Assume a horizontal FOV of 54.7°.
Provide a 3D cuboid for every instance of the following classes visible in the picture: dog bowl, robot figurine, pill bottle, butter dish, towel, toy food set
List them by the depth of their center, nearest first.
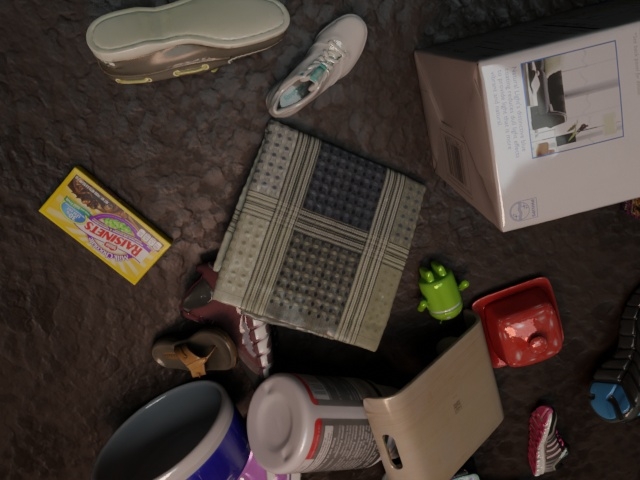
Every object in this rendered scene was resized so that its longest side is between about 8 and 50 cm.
[{"bbox_3d":[0.000,0.000,1.057,0.312,0.056,0.325,20,82,-14],"label":"towel"},{"bbox_3d":[-0.256,0.372,1.084,0.264,0.265,0.104,-27,110,4],"label":"dog bowl"},{"bbox_3d":[0.026,0.322,1.096,0.283,0.161,0.161,15,108,-41],"label":"pill bottle"},{"bbox_3d":[0.212,0.291,1.123,0.306,0.092,0.220,-31,113,-35],"label":"toy food set"},{"bbox_3d":[0.221,0.096,1.141,0.101,0.067,0.115,-26,108,-9],"label":"robot figurine"},{"bbox_3d":[0.385,0.172,1.152,0.159,0.118,0.160,-20,108,1],"label":"butter dish"}]

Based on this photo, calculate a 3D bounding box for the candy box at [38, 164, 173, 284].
[{"bbox_3d":[-0.370,-0.024,1.075,0.206,0.027,0.105,41,103,-15],"label":"candy box"}]

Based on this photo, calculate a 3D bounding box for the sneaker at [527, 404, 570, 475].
[{"bbox_3d":[0.471,0.405,1.263,0.074,0.063,0.171,-4,113,-3],"label":"sneaker"}]

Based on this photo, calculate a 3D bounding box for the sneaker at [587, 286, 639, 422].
[{"bbox_3d":[0.648,0.201,1.203,0.139,0.125,0.341,21,103,-39],"label":"sneaker"}]

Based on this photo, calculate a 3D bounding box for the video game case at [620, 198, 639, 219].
[{"bbox_3d":[0.577,-0.135,1.024,0.041,0.210,0.232,-5,107,-4],"label":"video game case"}]

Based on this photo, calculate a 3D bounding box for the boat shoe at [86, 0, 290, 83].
[{"bbox_3d":[-0.198,-0.312,0.966,0.304,0.091,0.109,-10,66,-6],"label":"boat shoe"}]

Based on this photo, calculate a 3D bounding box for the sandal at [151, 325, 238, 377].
[{"bbox_3d":[-0.229,0.204,1.086,0.219,0.060,0.090,-9,117,35],"label":"sandal"}]

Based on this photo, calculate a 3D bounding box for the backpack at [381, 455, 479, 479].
[{"bbox_3d":[0.208,0.493,1.159,0.188,0.144,0.166,-10,118,7],"label":"backpack"}]

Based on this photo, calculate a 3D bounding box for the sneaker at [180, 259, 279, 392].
[{"bbox_3d":[-0.166,0.160,1.122,0.162,0.106,0.282,-6,99,4],"label":"sneaker"}]

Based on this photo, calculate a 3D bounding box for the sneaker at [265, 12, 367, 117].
[{"bbox_3d":[-0.001,-0.273,0.992,0.080,0.094,0.212,42,99,-14],"label":"sneaker"}]

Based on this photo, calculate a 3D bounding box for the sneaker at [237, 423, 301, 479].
[{"bbox_3d":[-0.117,0.490,1.227,0.160,0.102,0.282,2,97,-2],"label":"sneaker"}]

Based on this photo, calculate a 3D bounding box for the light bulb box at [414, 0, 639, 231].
[{"bbox_3d":[0.363,-0.208,0.906,0.360,0.358,0.226,-14,110,1],"label":"light bulb box"}]
